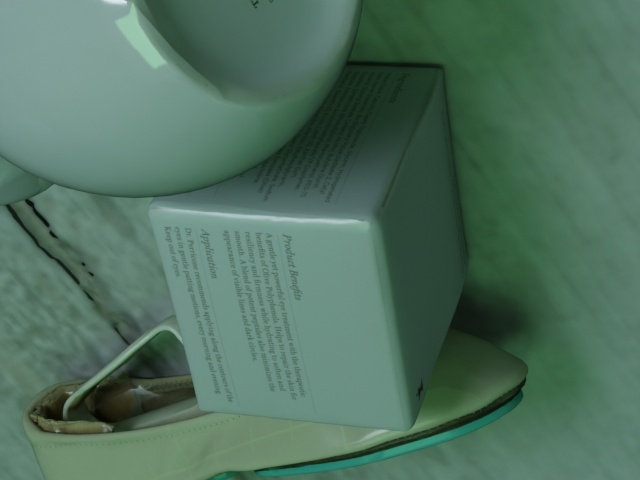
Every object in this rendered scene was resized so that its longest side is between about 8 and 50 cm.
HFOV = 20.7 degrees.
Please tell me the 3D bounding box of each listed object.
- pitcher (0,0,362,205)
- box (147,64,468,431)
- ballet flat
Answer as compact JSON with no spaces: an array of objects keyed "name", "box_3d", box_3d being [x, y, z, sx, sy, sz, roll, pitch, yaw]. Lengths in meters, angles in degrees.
[{"name":"pitcher","box_3d":[-0.093,-0.095,0.577,0.207,0.125,0.178,-3,129,55]},{"name":"box","box_3d":[0.000,0.000,0.656,0.087,0.102,0.101,4,129,19]},{"name":"ballet flat","box_3d":[-0.032,0.064,0.744,0.248,0.086,0.086,-20,120,33]}]
